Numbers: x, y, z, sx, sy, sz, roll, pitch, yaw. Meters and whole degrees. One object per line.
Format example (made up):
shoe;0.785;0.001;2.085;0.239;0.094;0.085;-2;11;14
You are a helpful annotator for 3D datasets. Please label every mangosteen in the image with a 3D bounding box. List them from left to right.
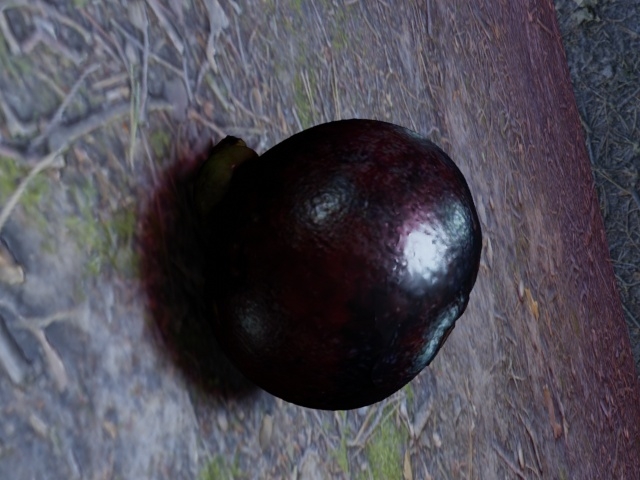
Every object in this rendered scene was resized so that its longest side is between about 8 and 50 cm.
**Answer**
mangosteen;0.004;0.008;0.624;0.216;0.216;0.216;34;51;-57
